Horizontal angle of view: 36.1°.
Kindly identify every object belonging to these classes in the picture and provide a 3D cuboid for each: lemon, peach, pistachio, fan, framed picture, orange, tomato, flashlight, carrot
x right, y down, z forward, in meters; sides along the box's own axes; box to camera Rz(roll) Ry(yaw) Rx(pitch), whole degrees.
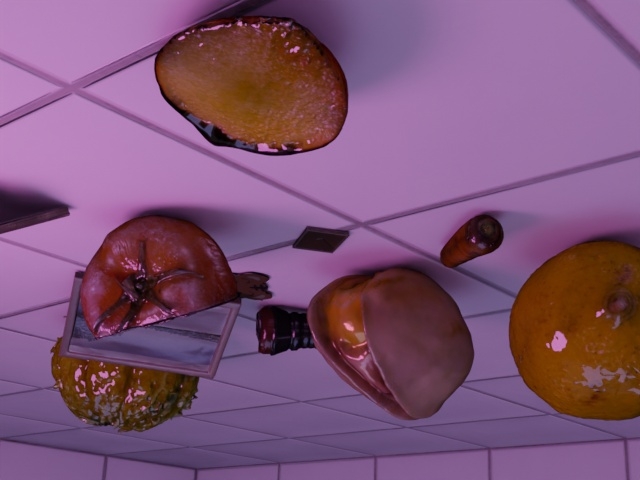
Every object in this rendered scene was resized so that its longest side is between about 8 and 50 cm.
[{"bbox_3d":[0.402,0.129,1.410,0.257,0.258,0.310,1,156,4],"label":"lemon"},{"bbox_3d":[-0.058,-0.163,0.925,0.189,0.068,0.279,16,159,-13],"label":"peach"},{"bbox_3d":[0.119,0.164,1.585,0.229,0.230,0.309,-13,147,36],"label":"pistachio"},{"bbox_3d":[-0.196,0.079,1.698,0.226,0.008,0.152,1,160,3],"label":"fan"},{"bbox_3d":[0.000,0.000,1.459,0.066,0.007,0.089,7,160,-14],"label":"framed picture"},{"bbox_3d":[-0.391,0.272,1.954,0.300,0.223,0.301,12,159,-12],"label":"orange"},{"bbox_3d":[-0.305,0.156,1.748,0.289,0.016,0.213,11,131,-15],"label":"framed picture"},{"bbox_3d":[-0.469,-0.009,1.365,0.203,0.015,0.150,-11,-173,32],"label":"framed picture"},{"bbox_3d":[-0.234,0.043,1.382,0.214,0.155,0.181,-17,176,11],"label":"tomato"},{"bbox_3d":[-0.002,0.167,1.828,0.231,0.093,0.093,1,161,-13],"label":"flashlight"},{"bbox_3d":[0.209,0.004,1.390,0.055,0.055,0.161,6,167,-11],"label":"carrot"}]
